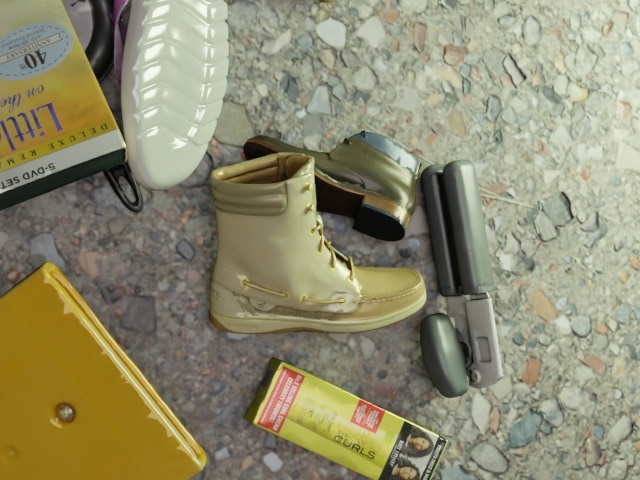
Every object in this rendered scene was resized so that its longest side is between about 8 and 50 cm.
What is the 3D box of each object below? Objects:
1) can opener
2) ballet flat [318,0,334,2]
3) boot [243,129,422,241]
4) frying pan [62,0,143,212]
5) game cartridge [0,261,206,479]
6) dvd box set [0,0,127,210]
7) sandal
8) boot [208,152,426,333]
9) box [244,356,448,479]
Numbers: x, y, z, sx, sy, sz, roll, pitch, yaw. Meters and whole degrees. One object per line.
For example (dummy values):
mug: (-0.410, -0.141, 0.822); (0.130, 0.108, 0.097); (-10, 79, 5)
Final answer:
can opener: (0.160, 0.047, 1.562); (0.095, 0.076, 0.284); (-11, 92, -41)
ballet flat: (0.034, -0.388, 1.550); (0.073, 0.067, 0.206); (13, 86, -13)
boot: (0.019, -0.090, 1.555); (0.219, 0.082, 0.106); (29, 58, -4)
frying pan: (-0.316, -0.185, 1.471); (0.197, 0.053, 0.326); (-7, 88, -14)
game cartridge: (-0.336, 0.227, 1.413); (0.323, 0.053, 0.285); (-35, 98, 8)
dvd box set: (-0.428, -0.220, 1.377); (0.307, 0.062, 0.420); (-22, 79, -13)
sandal: (-0.185, -0.265, 1.468); (0.169, 0.102, 0.416); (2, 91, -57)
boot: (0.000, 0.000, 1.491); (0.261, 0.095, 0.204); (-2, 114, -8)
box: (0.031, 0.226, 1.547); (0.232, 0.058, 0.087); (28, 84, -12)
